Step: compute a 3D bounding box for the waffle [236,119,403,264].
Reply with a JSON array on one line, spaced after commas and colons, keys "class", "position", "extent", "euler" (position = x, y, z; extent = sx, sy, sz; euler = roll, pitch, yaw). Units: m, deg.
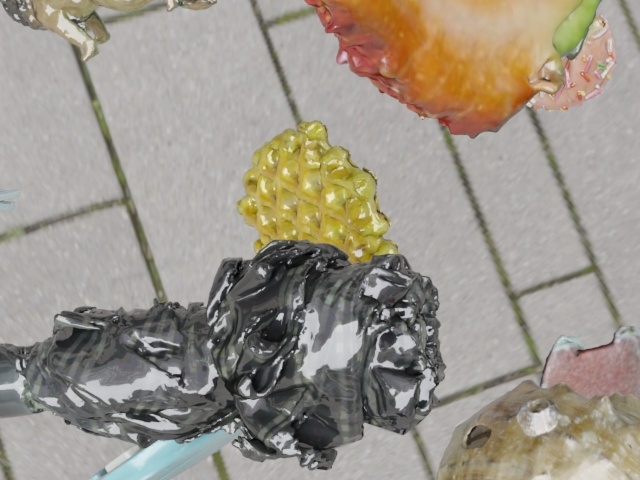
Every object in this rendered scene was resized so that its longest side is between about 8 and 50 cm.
[{"class": "waffle", "position": [-0.002, 0.001, 1.562], "extent": [0.051, 0.291, 0.291], "euler": [-22, 79, -33]}]

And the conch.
[{"class": "conch", "position": [0.208, 0.229, 1.335], "extent": [0.324, 0.263, 0.186], "euler": [-18, 94, -22]}]

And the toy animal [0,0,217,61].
[{"class": "toy animal", "position": [-0.174, -0.184, 1.098], "extent": [0.220, 0.086, 0.069], "euler": [5, 35, 27]}]

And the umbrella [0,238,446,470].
[{"class": "umbrella", "position": [-0.088, 0.072, 0.914], "extent": [0.336, 0.128, 0.154], "euler": [2, 118, 12]}]

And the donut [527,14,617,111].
[{"class": "donut", "position": [0.300, -0.211, 1.746], "extent": [0.065, 0.166, 0.117], "euler": [-49, 118, -43]}]

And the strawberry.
[{"class": "strawberry", "position": [0.046, -0.116, 0.548], "extent": [0.192, 0.085, 0.140], "euler": [-28, 124, -29]}]

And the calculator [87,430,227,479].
[{"class": "calculator", "position": [-0.123, 0.189, 1.385], "extent": [0.054, 0.256, 0.386], "euler": [57, 35, 6]}]

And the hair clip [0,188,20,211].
[{"class": "hair clip", "position": [-0.358, -0.053, 1.377], "extent": [0.115, 0.030, 0.039], "euler": [10, 50, -28]}]

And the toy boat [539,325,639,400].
[{"class": "toy boat", "position": [0.348, 0.217, 1.707], "extent": [0.155, 0.085, 0.227], "euler": [-11, 52, 27]}]
